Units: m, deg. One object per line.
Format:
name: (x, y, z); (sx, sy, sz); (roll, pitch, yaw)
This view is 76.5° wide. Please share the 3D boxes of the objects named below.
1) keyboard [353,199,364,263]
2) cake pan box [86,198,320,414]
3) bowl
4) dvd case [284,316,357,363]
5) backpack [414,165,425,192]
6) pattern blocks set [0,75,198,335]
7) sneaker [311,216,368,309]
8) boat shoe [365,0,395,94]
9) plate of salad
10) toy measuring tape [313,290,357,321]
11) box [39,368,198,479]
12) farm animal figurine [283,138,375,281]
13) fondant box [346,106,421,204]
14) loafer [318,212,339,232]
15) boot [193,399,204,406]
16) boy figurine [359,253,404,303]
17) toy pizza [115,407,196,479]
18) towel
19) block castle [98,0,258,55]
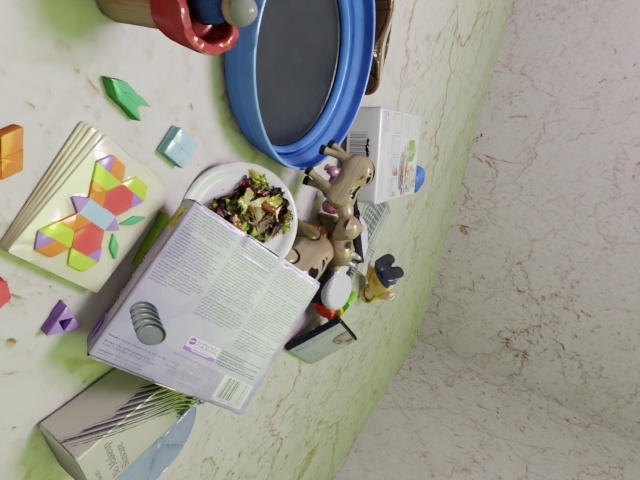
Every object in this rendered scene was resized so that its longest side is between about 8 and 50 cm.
keyboard: (0.080, -0.035, 0.954); (0.108, 0.023, 0.180); (110, -27, -85)
cake pan box: (-0.157, 0.107, 0.619); (0.267, 0.070, 0.245); (36, 81, -30)
bowl: (-0.022, -0.328, 0.735); (0.391, 0.077, 0.391); (-45, 147, -40)
dvd case: (0.011, 0.317, 1.265); (0.180, 0.022, 0.253); (-28, 150, 2)
backpack: (0.294, -0.212, 1.406); (0.101, 0.120, 0.098); (-54, 152, -28)
pattern blocks set: (-0.284, -0.033, 0.508); (0.324, 0.026, 0.285); (-67, 155, -3)
sneaker: (0.020, 0.048, 1.042); (0.101, 0.153, 0.268); (47, 53, -38)
boat shoe: (0.112, -0.464, 0.898); (0.095, 0.095, 0.257); (-62, 164, -47)
plate of salad: (-0.129, -0.031, 0.675); (0.200, 0.048, 0.199); (-2, 95, -23)
toy measuring tape: (0.016, 0.201, 1.249); (0.121, 0.121, 0.330); (-50, 172, -34)
box: (-0.280, 0.250, 0.661); (0.275, 0.094, 0.113); (-41, 144, -46)
farm animal figurine: (0.000, 0.000, 0.824); (0.327, 0.172, 0.330); (-49, 167, -32)
fondant box: (0.184, -0.241, 1.147); (0.330, 0.096, 0.238); (-20, 116, -57)
loafer: (0.030, -0.033, 1.098); (0.050, 0.056, 0.148); (-70, 156, -11)
boot: (-0.188, 0.254, 0.825); (0.069, 0.086, 0.190); (76, 34, -51)
boy figurine: (0.213, 0.150, 1.513); (0.092, 0.177, 0.285); (-24, 160, -22)
toy pizza: (-0.315, 0.373, 0.763); (0.201, 0.032, 0.201); (-46, 147, -42)
towel: (0.133, -0.022, 1.314); (0.324, 0.056, 0.312); (-63, 155, -8)
block castle: (-0.117, -0.418, 0.311); (0.303, 0.213, 0.453); (17, 94, -65)
